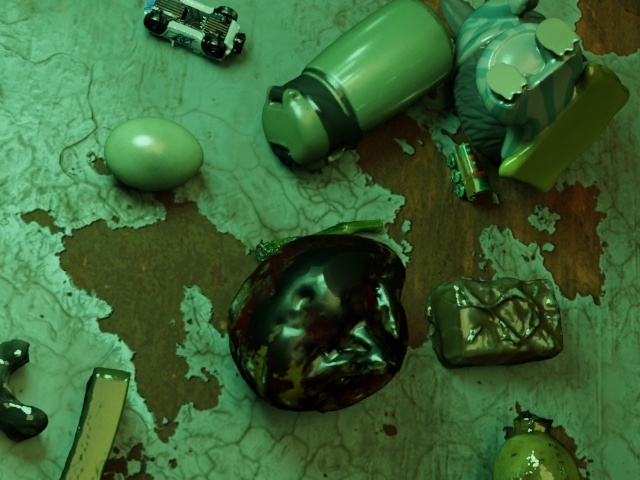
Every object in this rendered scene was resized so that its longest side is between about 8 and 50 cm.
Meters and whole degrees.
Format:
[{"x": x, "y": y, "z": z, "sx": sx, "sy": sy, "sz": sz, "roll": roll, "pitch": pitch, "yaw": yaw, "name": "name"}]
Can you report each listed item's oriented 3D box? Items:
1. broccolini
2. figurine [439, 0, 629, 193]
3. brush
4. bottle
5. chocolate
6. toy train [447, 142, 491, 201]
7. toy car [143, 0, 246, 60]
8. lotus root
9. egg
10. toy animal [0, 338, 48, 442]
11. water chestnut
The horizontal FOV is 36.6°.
[{"x": 0.000, "y": 0.000, "z": 1.574, "sx": 0.239, "sy": 0.051, "sz": 0.054, "roll": -16, "pitch": 104, "yaw": -30, "name": "broccolini"}, {"x": 0.291, "y": -0.306, "z": 1.642, "sx": 0.266, "sy": 0.361, "sz": 0.378, "roll": -43, "pitch": 60, "yaw": 2, "name": "figurine"}, {"x": -0.314, "y": 0.276, "z": 1.325, "sx": 0.059, "sy": 0.123, "sz": 0.197, "roll": 16, "pitch": 68, "yaw": -9, "name": "brush"}, {"x": 0.054, "y": -0.254, "z": 1.607, "sx": 0.347, "sy": 0.168, "sz": 0.168, "roll": -38, "pitch": 89, "yaw": -21, "name": "bottle"}, {"x": 0.291, "y": 0.132, "z": 1.605, "sx": 0.214, "sy": 0.093, "sz": 0.149, "roll": -2, "pitch": 73, "yaw": -20, "name": "chocolate"}, {"x": 0.257, "y": -0.122, "z": 1.688, "sx": 0.044, "sy": 0.064, "sz": 0.103, "roll": -11, "pitch": 78, "yaw": -21, "name": "toy train"}, {"x": -0.205, "y": -0.352, "z": 1.590, "sx": 0.170, "sy": 0.070, "sz": 0.080, "roll": 21, "pitch": 67, "yaw": -11, "name": "toy car"}, {"x": 0.339, "y": 0.406, "z": 1.498, "sx": 0.146, "sy": 0.160, "sz": 0.284, "roll": 0, "pitch": 77, "yaw": -14, "name": "lotus root"}, {"x": -0.254, "y": -0.132, "z": 1.479, "sx": 0.152, "sy": 0.114, "sz": 0.114, "roll": 4, "pitch": 72, "yaw": -23, "name": "egg"}, {"x": -0.526, "y": 0.161, "z": 1.297, "sx": 0.343, "sy": 0.106, "sz": 0.169, "roll": 14, "pitch": 68, "yaw": -19, "name": "toy animal"}, {"x": 0.006, "y": 0.122, "z": 1.422, "sx": 0.289, "sy": 0.244, "sz": 0.289, "roll": 7, "pitch": 69, "yaw": -17, "name": "water chestnut"}]
